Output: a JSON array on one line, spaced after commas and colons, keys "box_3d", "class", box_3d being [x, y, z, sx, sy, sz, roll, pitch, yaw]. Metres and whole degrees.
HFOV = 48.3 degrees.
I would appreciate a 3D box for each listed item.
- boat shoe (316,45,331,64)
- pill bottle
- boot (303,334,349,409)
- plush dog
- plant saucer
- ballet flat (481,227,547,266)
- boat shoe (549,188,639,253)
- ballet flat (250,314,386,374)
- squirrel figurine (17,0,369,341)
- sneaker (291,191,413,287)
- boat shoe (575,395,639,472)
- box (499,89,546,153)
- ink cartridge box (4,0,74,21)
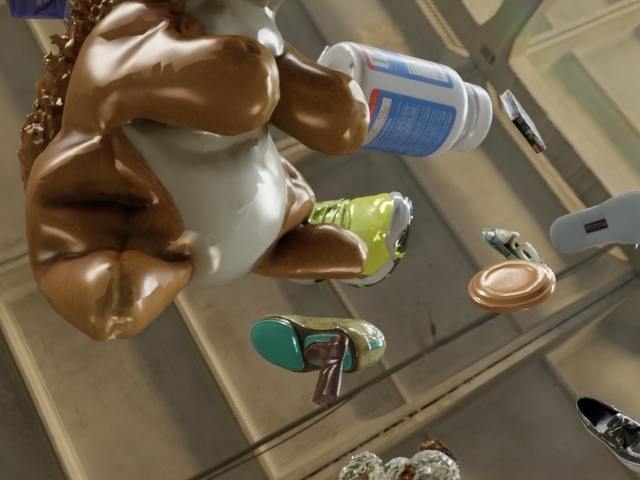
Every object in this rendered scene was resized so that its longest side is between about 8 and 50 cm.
[{"box_3d": [0.071, -0.411, 1.716, 0.184, 0.066, 0.063, 19, -79, -34], "class": "boat shoe"}, {"box_3d": [0.107, -0.170, 0.908, 0.222, 0.124, 0.124, 5, -115, -31], "class": "pill bottle"}, {"box_3d": [-0.001, 0.212, 1.118, 0.037, 0.106, 0.114, 28, -127, -24], "class": "boot"}, {"box_3d": [0.132, 0.429, 1.136, 0.211, 0.262, 0.225, 43, -69, 8], "class": "plush dog"}, {"box_3d": [0.185, 0.041, 0.695, 0.084, 0.083, 0.013, -27, -63, -20], "class": "plant saucer"}, {"box_3d": [0.448, 0.018, 1.633, 0.070, 0.070, 0.188, -27, -124, -20], "class": "ballet flat"}, {"box_3d": [0.614, -0.036, 1.435, 0.105, 0.306, 0.113, -13, -98, -32], "class": "boat shoe"}, {"box_3d": [-0.004, 0.201, 1.416, 0.123, 0.349, 0.123, 2, -94, -38], "class": "ballet flat"}, {"box_3d": [-0.141, -0.162, 0.627, 0.281, 0.397, 0.370, -8, -71, -39], "class": "squirrel figurine"}, {"box_3d": [0.000, 0.000, 1.191, 0.147, 0.385, 0.145, 20, -112, -31], "class": "sneaker"}, {"box_3d": [0.559, 0.353, 1.333, 0.080, 0.228, 0.076, -41, -72, -1], "class": "boat shoe"}, {"box_3d": [0.461, -0.270, 1.626, 0.137, 0.027, 0.094, 37, -148, -40], "class": "box"}, {"box_3d": [-0.355, -0.370, 0.775, 0.065, 0.165, 0.332, -30, -84, -22], "class": "ink cartridge box"}]
